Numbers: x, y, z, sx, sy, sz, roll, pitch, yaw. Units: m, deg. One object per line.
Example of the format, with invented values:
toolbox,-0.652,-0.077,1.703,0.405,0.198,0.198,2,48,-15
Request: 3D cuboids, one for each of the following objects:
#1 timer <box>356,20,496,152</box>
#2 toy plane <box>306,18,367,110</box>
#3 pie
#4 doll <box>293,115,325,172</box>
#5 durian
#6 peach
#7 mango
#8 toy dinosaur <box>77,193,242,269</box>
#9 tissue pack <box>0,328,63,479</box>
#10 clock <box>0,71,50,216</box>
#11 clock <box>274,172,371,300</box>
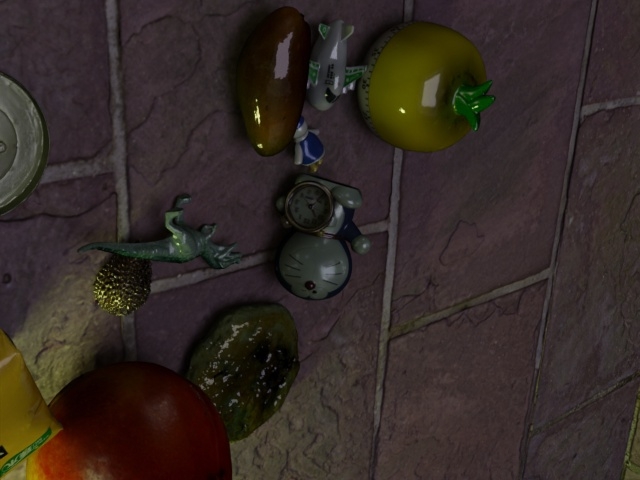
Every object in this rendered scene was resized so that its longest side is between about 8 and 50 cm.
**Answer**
timer,0.234,-0.292,1.754,0.285,0.285,0.285,-19,121,-36
toy plane,0.018,-0.330,1.673,0.174,0.080,0.174,-21,124,-35
pie,-0.149,0.272,1.798,0.323,0.070,0.323,-21,123,-37
doll,-0.034,-0.193,1.702,0.143,0.057,0.099,59,46,-40
durian,-0.328,0.071,1.541,0.110,0.071,0.140,16,92,-46
peach,-0.307,0.389,1.498,0.370,0.370,0.370,-19,121,-36
mango,-0.087,-0.282,1.572,0.133,0.111,0.268,-11,118,-41
toy dinosaur,-0.269,-0.025,1.542,0.383,0.076,0.129,11,88,-49
tissue pack,-0.590,0.267,1.232,0.382,0.228,0.293,-39,154,-25
clock,-0.512,-0.139,1.301,0.235,0.029,0.235,-19,120,-36
clock,0.000,0.000,1.750,0.146,0.199,0.243,-35,139,-79
